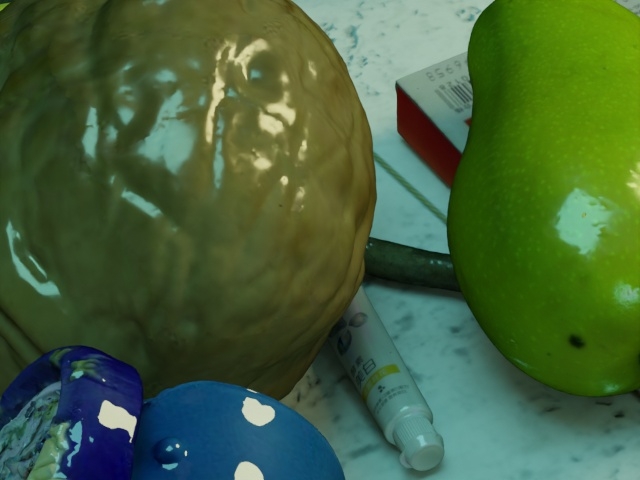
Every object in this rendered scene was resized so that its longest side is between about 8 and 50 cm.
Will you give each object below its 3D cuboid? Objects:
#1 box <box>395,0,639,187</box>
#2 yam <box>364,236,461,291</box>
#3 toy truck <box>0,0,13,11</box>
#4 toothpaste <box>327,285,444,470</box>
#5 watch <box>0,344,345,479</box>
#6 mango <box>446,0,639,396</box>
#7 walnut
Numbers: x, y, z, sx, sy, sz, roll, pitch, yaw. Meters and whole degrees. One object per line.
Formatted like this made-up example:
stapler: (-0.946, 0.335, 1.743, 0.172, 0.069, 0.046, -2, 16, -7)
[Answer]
box: (0.177, -0.104, 1.271, 0.229, 0.050, 0.123, -24, 44, -15)
yam: (-0.001, 0.001, 1.207, 0.234, 0.029, 0.027, 12, 7, 24)
toy truck: (-0.276, -0.137, 1.354, 0.272, 0.124, 0.157, -7, 41, 5)
toothpaste: (0.028, 0.068, 1.121, 0.048, 0.031, 0.190, -54, 39, 20)
watch: (-0.089, 0.164, 0.931, 0.196, 0.200, 0.171, -39, 32, 42)
mango: (0.160, -0.038, 1.111, 0.175, 0.143, 0.293, -1, 52, -4)
walnut: (-0.102, -0.022, 1.081, 0.277, 0.252, 0.313, -13, 45, 16)
